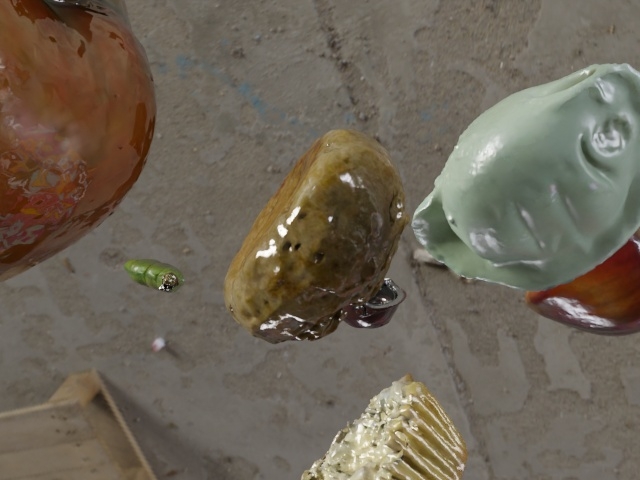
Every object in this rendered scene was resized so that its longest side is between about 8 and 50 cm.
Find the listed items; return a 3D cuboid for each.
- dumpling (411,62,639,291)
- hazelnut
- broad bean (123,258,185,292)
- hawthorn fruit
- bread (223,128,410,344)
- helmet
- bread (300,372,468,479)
[{"bbox_3d":[0.172,-0.051,0.633,0.153,0.108,0.219,28,131,-33],"label":"dumpling"},{"bbox_3d":[0.395,0.051,1.156,0.208,0.208,0.208,6,118,12],"label":"hazelnut"},{"bbox_3d":[-0.234,0.052,1.153,0.060,0.297,0.043,12,87,-25],"label":"broad bean"},{"bbox_3d":[-0.206,-0.090,0.383,0.301,0.267,0.267,-11,113,19],"label":"hawthorn fruit"},{"bbox_3d":[0.000,0.000,0.796,0.123,0.230,0.230,31,121,-11],"label":"bread"},{"bbox_3d":[0.074,0.103,1.264,0.123,0.098,0.070,21,122,28],"label":"helmet"},{"bbox_3d":[0.082,0.327,1.120,0.149,0.274,0.274,41,120,-1],"label":"bread"}]
